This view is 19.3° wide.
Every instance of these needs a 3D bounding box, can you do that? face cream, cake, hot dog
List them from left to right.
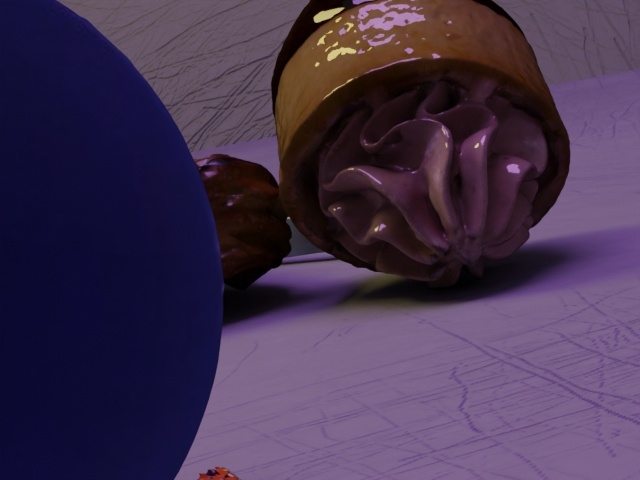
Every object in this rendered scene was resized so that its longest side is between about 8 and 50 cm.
[{"bbox_3d":[-0.194,0.026,0.745,0.249,0.249,0.225,-17,3,-30],"label":"face cream"},{"bbox_3d":[-0.122,0.001,1.359,0.175,0.114,0.259,-20,8,-20],"label":"hot dog"},{"bbox_3d":[0.062,-0.051,1.224,0.185,0.207,0.178,-40,28,24],"label":"cake"}]

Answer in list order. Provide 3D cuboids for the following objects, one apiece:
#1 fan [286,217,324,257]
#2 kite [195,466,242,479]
[{"bbox_3d":[0.000,0.000,1.457,0.282,0.057,0.023,2,5,38],"label":"fan"},{"bbox_3d":[-0.049,0.124,0.755,0.125,0.008,0.222,-4,11,31],"label":"kite"}]
